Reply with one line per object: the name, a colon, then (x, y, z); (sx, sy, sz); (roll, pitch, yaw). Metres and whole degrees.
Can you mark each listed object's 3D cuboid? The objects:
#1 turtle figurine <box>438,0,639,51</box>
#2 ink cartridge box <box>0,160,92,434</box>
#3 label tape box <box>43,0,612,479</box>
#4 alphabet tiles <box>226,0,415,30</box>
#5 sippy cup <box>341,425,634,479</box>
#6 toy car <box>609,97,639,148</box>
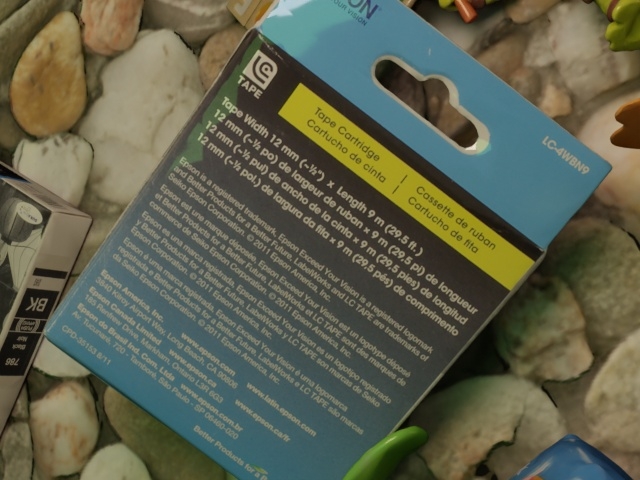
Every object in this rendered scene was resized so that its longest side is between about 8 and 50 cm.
turtle figurine: (0.174, -0.223, 0.784); (0.270, 0.087, 0.217); (-55, 46, 18)
ink cartridge box: (-0.360, 0.090, 1.069); (0.165, 0.065, 0.333); (27, 99, 29)
label tape box: (0.000, 0.000, 0.783); (0.249, 0.115, 0.348); (37, 105, -1)
alphabet tiles: (0.007, -0.240, 0.887); (0.198, 0.009, 0.237); (-54, 47, 18)
sippy cup: (0.147, 0.257, 0.678); (0.305, 0.240, 0.224); (41, 95, -8)
toy car: (0.261, -0.121, 0.633); (0.238, 0.210, 0.219); (-41, 55, 34)
